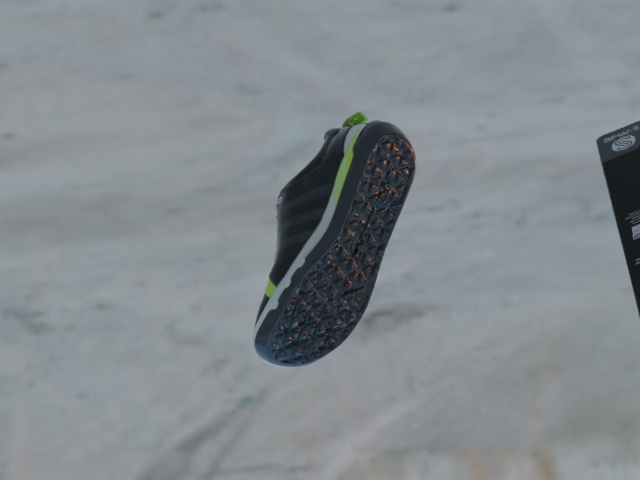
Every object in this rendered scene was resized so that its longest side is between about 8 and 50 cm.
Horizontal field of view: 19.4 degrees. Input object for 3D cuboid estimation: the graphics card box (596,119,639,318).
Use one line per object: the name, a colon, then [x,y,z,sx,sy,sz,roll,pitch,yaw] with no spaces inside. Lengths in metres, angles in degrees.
graphics card box: [0.444,0.005,2.002,0.233,0.371,0.094,-23,139,18]

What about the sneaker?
sneaker: [0.000,0.000,1.565,0.097,0.234,0.084,11,157,48]
